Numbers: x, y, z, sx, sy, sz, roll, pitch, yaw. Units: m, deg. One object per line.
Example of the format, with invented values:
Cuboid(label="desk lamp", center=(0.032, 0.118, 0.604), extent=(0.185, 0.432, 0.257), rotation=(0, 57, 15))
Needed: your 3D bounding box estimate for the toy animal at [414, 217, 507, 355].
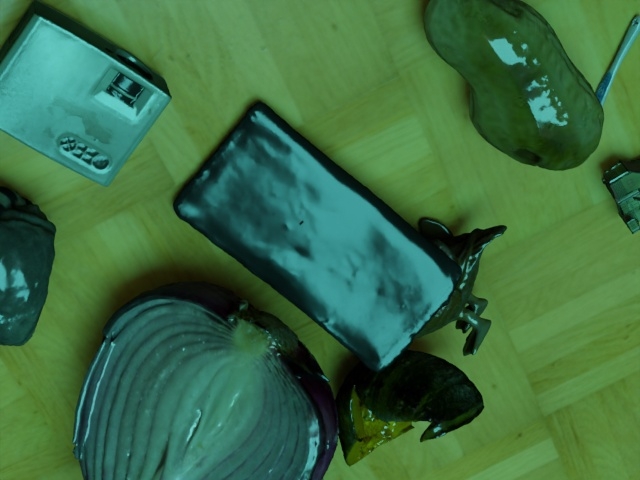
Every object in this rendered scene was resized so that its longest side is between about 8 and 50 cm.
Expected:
Cuboid(label="toy animal", center=(0.108, 0.035, 1.360), extent=(0.179, 0.089, 0.188), rotation=(30, 112, -14))

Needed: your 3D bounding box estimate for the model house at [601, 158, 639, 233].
Cuboid(label="model house", center=(0.341, -0.058, 1.379), extent=(0.058, 0.057, 0.083), rotation=(-28, 120, 8))

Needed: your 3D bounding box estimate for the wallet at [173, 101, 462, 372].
Cuboid(label="wallet", center=(0.000, 0.000, 1.296), extent=(0.285, 0.030, 0.146), rotation=(39, 100, -12))

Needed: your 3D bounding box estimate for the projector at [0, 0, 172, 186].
Cuboid(label="projector", center=(-0.230, -0.136, 1.180), extent=(0.147, 0.061, 0.115), rotation=(31, 109, -27))

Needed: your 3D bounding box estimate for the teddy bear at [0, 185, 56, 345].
Cuboid(label="teddy bear", center=(-0.355, -0.010, 1.177), extent=(0.251, 0.144, 0.171), rotation=(28, 106, -36))

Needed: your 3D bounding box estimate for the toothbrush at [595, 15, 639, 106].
Cuboid(label="toothbrush", center=(0.300, -0.159, 1.336), extent=(0.017, 0.014, 0.162), rotation=(5, 118, -39))

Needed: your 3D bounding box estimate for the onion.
Cuboid(label="onion", center=(-0.130, 0.212, 1.318), extent=(0.267, 0.159, 0.349), rotation=(40, 104, 16))

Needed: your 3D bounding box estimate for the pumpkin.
Cuboid(label="pumpkin", center=(0.084, 0.172, 1.396), extent=(0.119, 0.108, 0.183), rotation=(-19, 175, -46))

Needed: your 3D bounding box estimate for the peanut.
Cuboid(label="peanut", center=(0.187, -0.159, 1.252), extent=(0.236, 0.120, 0.110), rotation=(43, 66, -25))
